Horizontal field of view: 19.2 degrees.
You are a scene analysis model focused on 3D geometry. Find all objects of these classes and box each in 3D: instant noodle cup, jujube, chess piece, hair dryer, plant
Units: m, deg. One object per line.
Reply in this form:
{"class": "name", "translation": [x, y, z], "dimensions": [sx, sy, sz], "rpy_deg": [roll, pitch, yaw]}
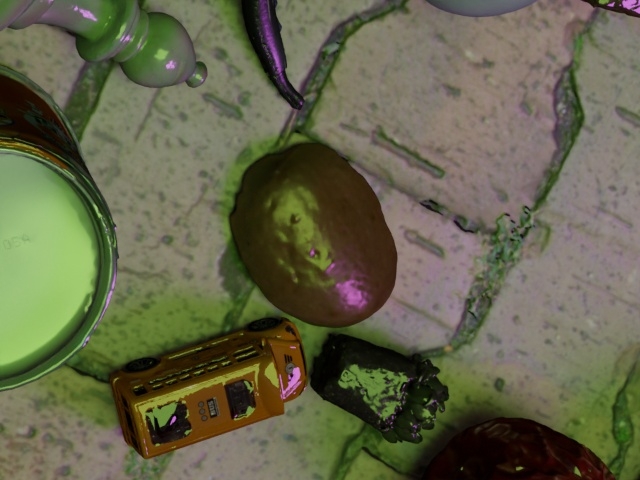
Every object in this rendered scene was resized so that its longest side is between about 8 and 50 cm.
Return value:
{"class": "instant noodle cup", "translation": [-0.315, -0.005, 1.639], "dimensions": [0.296, 0.214, 0.296], "rpy_deg": [-7, 109, -20]}
{"class": "jujube", "translation": [0.222, 0.301, 1.960], "dimensions": [0.213, 0.213, 0.232], "rpy_deg": [-46, 118, -4]}
{"class": "chess piece", "translation": [-0.206, -0.202, 1.690], "dimensions": [0.272, 0.139, 0.139], "rpy_deg": [29, 93, -39]}
{"class": "hair dryer", "translation": [-0.031, -0.225, 1.787], "dimensions": [0.196, 0.075, 0.219], "rpy_deg": [-26, 124, -23]}
{"class": "plant", "translation": [0.065, 0.148, 1.914], "dimensions": [0.143, 0.092, 0.094], "rpy_deg": [29, 85, -21]}

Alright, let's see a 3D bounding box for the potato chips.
{"class": "potato chips", "translation": [0.000, 0.000, 1.864], "dimensions": [0.150, 0.049, 0.201], "rpy_deg": [-33, 109, -16]}

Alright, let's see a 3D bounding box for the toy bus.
{"class": "toy bus", "translation": [-0.099, 0.145, 1.842], "dimensions": [0.195, 0.088, 0.083], "rpy_deg": [-18, 111, -16]}

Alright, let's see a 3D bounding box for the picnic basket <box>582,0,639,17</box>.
{"class": "picnic basket", "translation": [0.301, -0.314, 1.841], "dimensions": [0.128, 0.138, 0.178], "rpy_deg": [4, 110, -22]}

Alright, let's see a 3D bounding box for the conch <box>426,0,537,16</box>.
{"class": "conch", "translation": [0.182, -0.296, 1.780], "dimensions": [0.221, 0.185, 0.121], "rpy_deg": [-28, 136, 19]}
